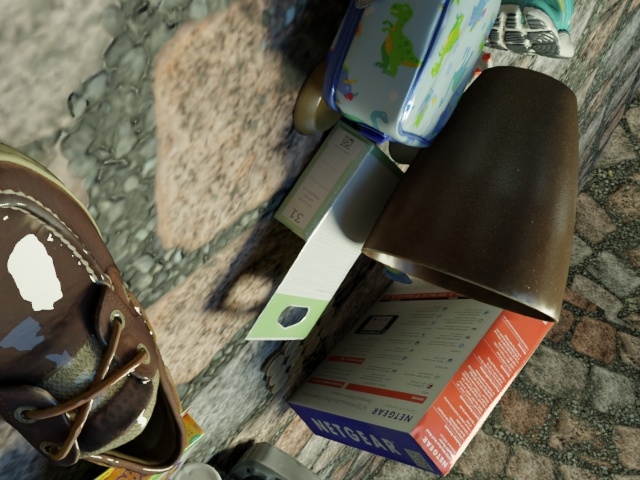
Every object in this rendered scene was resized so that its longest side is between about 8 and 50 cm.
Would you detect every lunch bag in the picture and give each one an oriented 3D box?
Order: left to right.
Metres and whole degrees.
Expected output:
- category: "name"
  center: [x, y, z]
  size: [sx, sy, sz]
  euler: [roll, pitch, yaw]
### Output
- category: "lunch bag"
  center: [0.084, -0.170, 0.589]
  size: [0.176, 0.090, 0.219]
  euler: [-68, 164, 12]

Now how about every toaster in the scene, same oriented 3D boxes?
- category: "toaster"
  center: [-0.070, 0.393, 0.998]
  size: [0.129, 0.227, 0.146]
  euler: [-55, 177, 1]

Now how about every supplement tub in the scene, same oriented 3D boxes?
- category: "supplement tub"
  center: [-0.169, 0.344, 0.870]
  size: [0.071, 0.071, 0.107]
  euler: [-32, 149, -47]

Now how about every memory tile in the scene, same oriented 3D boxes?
- category: "memory tile"
  center: [-0.028, 0.148, 0.964]
  size: [0.148, 0.012, 0.113]
  euler: [-48, 158, -21]

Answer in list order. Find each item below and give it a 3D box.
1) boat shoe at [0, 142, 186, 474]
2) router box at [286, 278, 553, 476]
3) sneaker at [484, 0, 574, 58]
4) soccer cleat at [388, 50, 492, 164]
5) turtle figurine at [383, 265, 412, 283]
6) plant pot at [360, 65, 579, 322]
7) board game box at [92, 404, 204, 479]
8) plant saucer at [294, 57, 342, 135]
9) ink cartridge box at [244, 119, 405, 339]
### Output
- category: "boat shoe"
  center: [-0.152, 0.076, 0.430]
  size: [0.123, 0.123, 0.342]
  euler: [-45, 157, -26]
- category: "router box"
  center: [0.142, 0.181, 1.023]
  size: [0.301, 0.082, 0.335]
  euler: [-45, -163, -25]
- category: "sneaker"
  center: [0.271, -0.297, 0.869]
  size: [0.275, 0.107, 0.110]
  euler: [-25, 125, -61]
- category: "soccer cleat"
  center: [0.151, -0.155, 0.827]
  size: [0.196, 0.068, 0.076]
  euler: [-51, 161, -20]
- category: "turtle figurine"
  center: [0.225, -0.043, 0.957]
  size: [0.266, 0.198, 0.274]
  euler: [-33, 153, -31]
- category: "plant pot"
  center: [0.185, -0.057, 0.721]
  size: [0.230, 0.215, 0.215]
  euler: [-68, 160, -4]
- category: "board game box"
  center: [-0.196, 0.257, 0.658]
  size: [0.124, 0.039, 0.259]
  euler: [-34, 161, -45]
- category: "plant saucer"
  center: [0.008, -0.130, 0.620]
  size: [0.083, 0.015, 0.083]
  euler: [-45, 157, -25]
- category: "ink cartridge box"
  center: [0.000, 0.000, 0.744]
  size: [0.235, 0.056, 0.171]
  euler: [-54, 159, 6]
